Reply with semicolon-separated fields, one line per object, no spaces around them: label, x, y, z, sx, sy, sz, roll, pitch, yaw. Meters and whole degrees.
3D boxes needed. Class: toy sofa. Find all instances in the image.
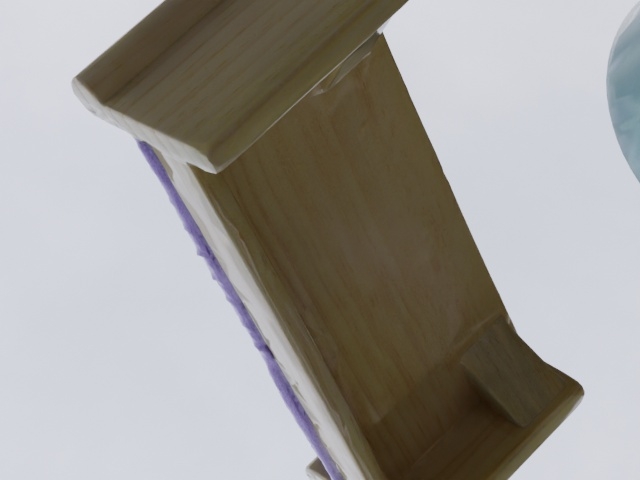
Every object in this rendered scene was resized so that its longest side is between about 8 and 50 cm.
toy sofa;0.000;0.000;1.027;0.150;0.362;0.177;-44;-136;-18

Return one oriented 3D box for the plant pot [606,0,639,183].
plant pot;0.415;-0.151;1.449;0.293;0.235;0.293;7;-115;-15
